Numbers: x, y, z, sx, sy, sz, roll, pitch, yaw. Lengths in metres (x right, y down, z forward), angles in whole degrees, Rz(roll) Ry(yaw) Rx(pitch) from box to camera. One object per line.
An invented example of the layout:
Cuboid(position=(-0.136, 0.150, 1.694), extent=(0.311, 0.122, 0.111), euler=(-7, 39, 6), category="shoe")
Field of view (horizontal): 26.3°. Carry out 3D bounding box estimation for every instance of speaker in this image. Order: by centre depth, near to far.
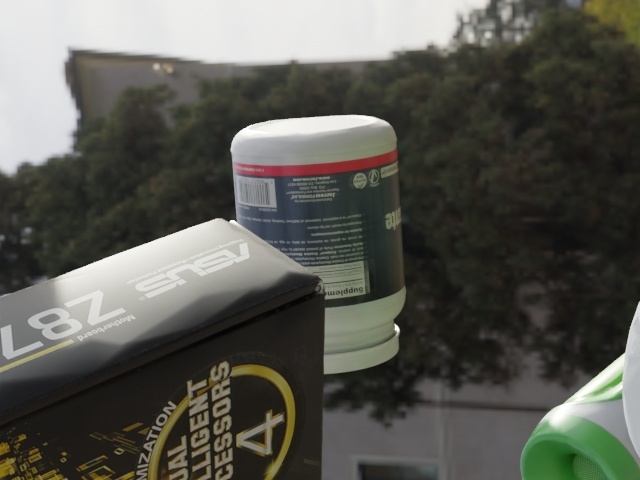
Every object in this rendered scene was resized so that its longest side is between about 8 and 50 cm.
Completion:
Cuboid(position=(0.310, 0.149, 1.229), extent=(0.296, 0.131, 0.131), euler=(-30, -57, -38), category="speaker")

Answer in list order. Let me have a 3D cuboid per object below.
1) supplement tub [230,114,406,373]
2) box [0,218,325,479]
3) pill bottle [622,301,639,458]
Cuboid(position=(0.000, 0.000, 1.580), extent=(0.191, 0.191, 0.272), euler=(-36, -57, -69), category="supplement tub")
Cuboid(position=(-0.145, 0.216, 0.683), extent=(0.318, 0.097, 0.395), euler=(-19, -55, -33), category="box")
Cuboid(position=(0.242, 0.067, 0.535), extent=(0.131, 0.229, 0.131), euler=(-166, 90, -72), category="pill bottle")
